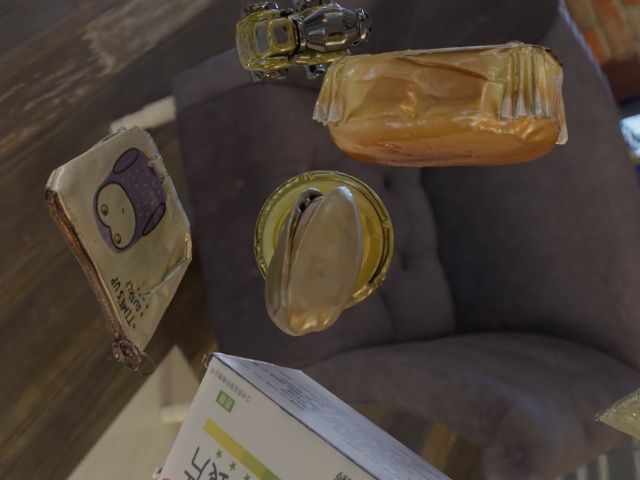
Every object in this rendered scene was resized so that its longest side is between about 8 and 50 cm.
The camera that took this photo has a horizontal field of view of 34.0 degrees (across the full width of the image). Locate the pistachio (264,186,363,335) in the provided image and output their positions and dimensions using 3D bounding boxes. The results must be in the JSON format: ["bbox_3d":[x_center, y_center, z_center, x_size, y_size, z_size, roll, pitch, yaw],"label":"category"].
[{"bbox_3d":[-0.008,0.027,1.430,0.136,0.136,0.225,39,57,-43],"label":"pistachio"}]

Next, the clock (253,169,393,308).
[{"bbox_3d":[0.000,0.000,1.677,0.057,0.237,0.236,12,65,-78],"label":"clock"}]

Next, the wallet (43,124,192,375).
[{"bbox_3d":[-0.279,-0.003,1.542,0.274,0.068,0.335,-65,144,-49],"label":"wallet"}]

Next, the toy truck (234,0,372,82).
[{"bbox_3d":[-0.032,-0.367,1.872,0.225,0.165,0.147,-10,94,-23],"label":"toy truck"}]

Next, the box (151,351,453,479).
[{"bbox_3d":[-0.018,0.261,1.093,0.145,0.333,0.173,21,95,-43],"label":"box"}]

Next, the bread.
[{"bbox_3d":[0.126,-0.135,1.075,0.136,0.241,0.106,19,72,-64],"label":"bread"}]

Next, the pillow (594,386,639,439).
[{"bbox_3d":[0.455,0.216,1.222,0.230,0.148,0.050,29,39,-21],"label":"pillow"}]
